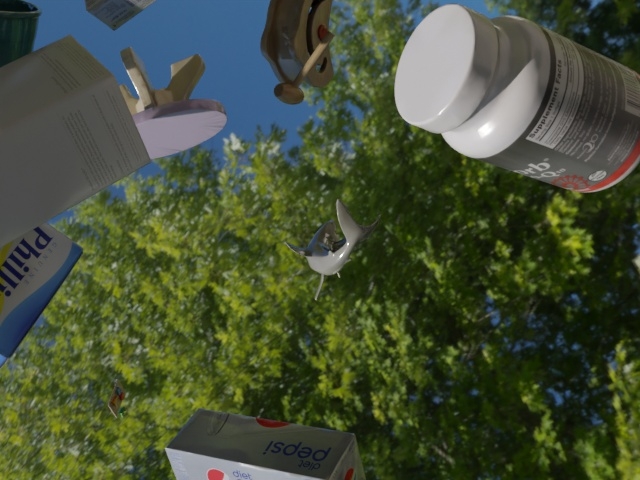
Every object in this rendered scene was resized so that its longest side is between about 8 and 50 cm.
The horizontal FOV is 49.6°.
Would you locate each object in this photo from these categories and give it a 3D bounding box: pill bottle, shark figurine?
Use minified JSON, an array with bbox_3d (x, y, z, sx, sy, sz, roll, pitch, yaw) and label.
[{"bbox_3d":[0.305,-0.209,1.036,0.362,0.210,0.210,12,-123,-29],"label":"pill bottle"},{"bbox_3d":[-0.002,0.014,1.252,0.116,0.278,0.166,25,-98,-10],"label":"shark figurine"}]

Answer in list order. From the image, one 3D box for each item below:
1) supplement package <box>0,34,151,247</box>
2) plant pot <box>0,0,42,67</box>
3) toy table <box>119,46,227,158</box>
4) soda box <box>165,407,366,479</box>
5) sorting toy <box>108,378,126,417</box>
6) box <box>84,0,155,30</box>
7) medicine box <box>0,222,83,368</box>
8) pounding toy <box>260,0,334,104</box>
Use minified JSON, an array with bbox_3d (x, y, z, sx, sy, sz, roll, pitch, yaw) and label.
[{"bbox_3d":[-0.447,-0.151,1.058,0.292,0.178,0.175,-33,-130,-19],"label":"supplement package"},{"bbox_3d":[-0.635,-0.296,1.201,0.271,0.255,0.272,11,-159,-4],"label":"plant pot"},{"bbox_3d":[-0.354,-0.295,1.522,0.274,0.252,0.161,-16,-107,-5],"label":"toy table"},{"bbox_3d":[-0.084,0.330,1.029,0.098,0.286,0.091,-47,-50,-50],"label":"soda box"},{"bbox_3d":[-0.405,0.324,1.399,0.012,0.083,0.062,4,-126,5],"label":"sorting toy"},{"bbox_3d":[-0.348,-0.463,1.208,0.072,0.126,0.137,30,-142,-58],"label":"box"},{"bbox_3d":[-0.624,0.051,1.223,0.289,0.149,0.264,38,-134,-18],"label":"medicine box"},{"bbox_3d":[-0.006,-0.369,1.291,0.154,0.154,0.270,19,-98,-60],"label":"pounding toy"}]
